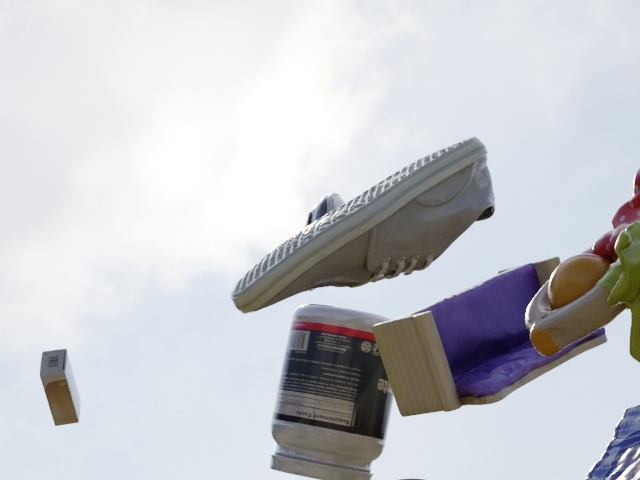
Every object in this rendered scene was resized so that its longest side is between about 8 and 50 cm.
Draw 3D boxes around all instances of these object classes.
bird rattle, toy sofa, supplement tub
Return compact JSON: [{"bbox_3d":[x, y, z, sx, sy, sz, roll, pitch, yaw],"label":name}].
[{"bbox_3d":[0.299,0.028,1.272,0.207,0.253,0.143,-34,-72,22],"label":"bird rattle"},{"bbox_3d":[0.268,0.137,1.850,0.363,0.150,0.177,-18,1,-45],"label":"toy sofa"},{"bbox_3d":[0.024,0.251,1.980,0.191,0.272,0.191,11,-9,2],"label":"supplement tub"}]

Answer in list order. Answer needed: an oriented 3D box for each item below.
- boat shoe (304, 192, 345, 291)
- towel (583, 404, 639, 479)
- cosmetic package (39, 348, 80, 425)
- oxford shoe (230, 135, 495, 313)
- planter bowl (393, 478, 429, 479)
[{"bbox_3d":[0.000,0.000,2.243,0.096,0.335,0.112,-24,-74,14],"label":"boat shoe"},{"bbox_3d":[0.349,0.265,1.379,0.040,0.336,0.243,44,-36,2],"label":"towel"},{"bbox_3d":[-0.415,0.235,1.944,0.041,0.060,0.115,-7,-51,-2],"label":"cosmetic package"},{"bbox_3d":[0.078,-0.002,1.605,0.449,0.130,0.169,-29,8,-34],"label":"oxford shoe"},{"bbox_3d":[0.134,0.425,1.842,0.162,0.109,0.162,-2,-29,-1],"label":"planter bowl"}]
